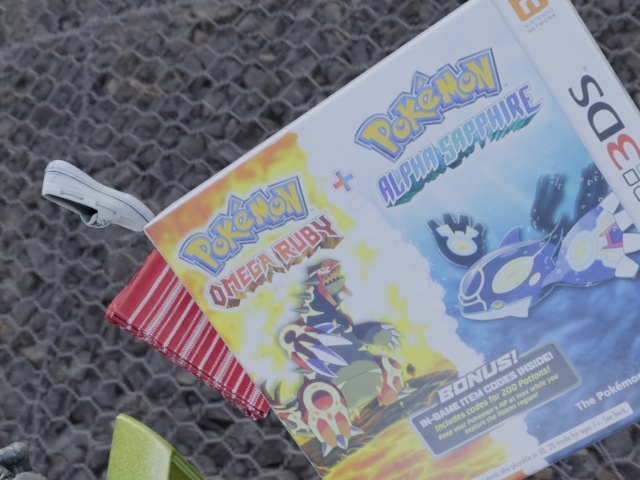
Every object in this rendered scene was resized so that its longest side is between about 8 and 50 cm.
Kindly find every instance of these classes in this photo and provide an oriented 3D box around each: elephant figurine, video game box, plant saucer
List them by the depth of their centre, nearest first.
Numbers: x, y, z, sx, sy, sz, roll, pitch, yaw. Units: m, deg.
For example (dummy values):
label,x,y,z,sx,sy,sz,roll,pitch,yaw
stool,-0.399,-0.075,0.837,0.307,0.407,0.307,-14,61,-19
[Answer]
label,x,y,z,sx,sy,sz,roll,pitch,yaw
video game box,0.057,0.013,0.441,0.205,0.048,0.187,-33,95,19
plant saucer,-0.131,0.273,0.905,0.045,0.188,0.188,-11,51,15
elephant figurine,-0.452,0.393,1.444,0.239,0.186,0.169,-168,79,-65

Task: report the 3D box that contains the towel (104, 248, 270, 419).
label,x,y,z,sx,sy,sz,roll,pitch,yaw
towel,-0.175,0.136,1.525,0.275,0.199,0.031,36,120,-8

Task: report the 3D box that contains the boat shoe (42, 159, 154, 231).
label,x,y,z,sx,sy,sz,roll,pitch,yaw
boat shoe,-0.406,-0.058,1.836,0.083,0.226,0.076,-21,48,48
